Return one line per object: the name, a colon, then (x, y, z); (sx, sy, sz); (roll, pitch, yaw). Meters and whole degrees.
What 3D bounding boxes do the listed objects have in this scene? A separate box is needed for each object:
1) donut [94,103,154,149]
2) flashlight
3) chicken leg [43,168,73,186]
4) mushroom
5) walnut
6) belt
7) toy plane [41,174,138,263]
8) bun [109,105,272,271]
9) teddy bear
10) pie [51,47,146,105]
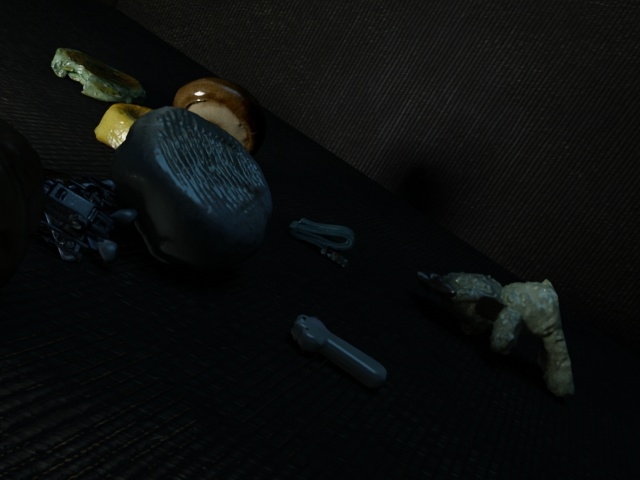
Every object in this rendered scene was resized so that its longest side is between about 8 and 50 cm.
donut: (-0.489, -0.286, 1.655); (0.152, 0.101, 0.259); (24, 20, -3)
flashlight: (0.033, 0.209, 1.196); (0.200, 0.048, 0.093); (34, 17, -2)
chicken leg: (-0.494, -0.093, 1.114); (0.105, 0.063, 0.234); (41, 16, 15)
mushroom: (-0.296, -0.337, 1.861); (0.297, 0.278, 0.163); (70, 7, -45)
walnut: (-0.453, -0.049, 0.763); (0.248, 0.248, 0.248); (29, 16, -9)
belt: (0.000, -0.001, 1.739); (0.179, 0.100, 0.065); (16, 17, 3)
toy plane: (-0.417, -0.067, 1.034); (0.246, 0.078, 0.169); (41, 49, -30)
bun: (-0.250, -0.091, 1.261); (0.354, 0.194, 0.355); (38, 30, -27)
teddy bear: (0.476, 0.244, 1.791); (0.362, 0.376, 0.327); (-9, 13, 11)
pie: (-0.669, -0.492, 1.972); (0.302, 0.067, 0.302); (29, 16, -9)
